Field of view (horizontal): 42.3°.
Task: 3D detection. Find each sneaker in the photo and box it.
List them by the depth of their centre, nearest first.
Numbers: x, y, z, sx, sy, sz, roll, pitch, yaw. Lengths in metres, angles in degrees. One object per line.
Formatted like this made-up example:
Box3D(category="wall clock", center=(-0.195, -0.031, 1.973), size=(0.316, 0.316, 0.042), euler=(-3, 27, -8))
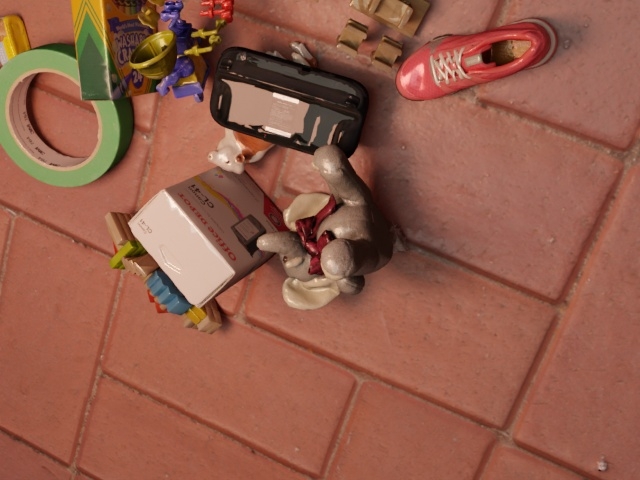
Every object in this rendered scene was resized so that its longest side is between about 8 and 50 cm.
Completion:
Box3D(category="sneaker", center=(0.275, -0.341, 1.539), size=(0.313, 0.136, 0.116), euler=(-14, 99, 24))

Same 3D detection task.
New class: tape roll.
Box3D(category="tape roll", center=(-0.592, -0.284, 1.891), size=(0.321, 0.077, 0.322), euler=(6, 115, 12))

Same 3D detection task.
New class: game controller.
Box3D(category="game controller", center=(-0.067, -0.269, 1.637), size=(0.319, 0.067, 0.167), euler=(18, 116, 10))

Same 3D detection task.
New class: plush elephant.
Box3D(category="plush elephant", center=(0.000, 0.000, 1.659), size=(0.255, 0.330, 0.272), euler=(-17, 69, 25))

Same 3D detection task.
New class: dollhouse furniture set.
Box3D(category="dollhouse furniture set", center=(0.086, -0.483, 1.596), size=(0.242, 0.161, 0.212), euler=(24, 114, -11))

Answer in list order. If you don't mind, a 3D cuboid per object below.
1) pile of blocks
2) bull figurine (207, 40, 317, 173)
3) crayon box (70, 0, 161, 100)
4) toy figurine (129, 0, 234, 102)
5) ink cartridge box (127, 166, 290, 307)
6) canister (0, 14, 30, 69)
Box3D(category="pile of blocks", center=(-0.390, 0.098, 1.915), size=(0.112, 0.149, 0.362), euler=(-43, 88, 25))
Box3D(category="bull figurine", center=(-0.116, -0.273, 1.721), size=(0.310, 0.101, 0.189), euler=(-27, 93, 14))
Box3D(category="crayon box", center=(-0.430, -0.466, 1.736), size=(0.083, 0.203, 0.323), euler=(3, 106, 20))
Box3D(category="toy figurine", center=(-0.252, -0.364, 1.675), size=(0.191, 0.363, 0.217), euler=(-5, 130, 5))
Box3D(category="ink cartridge box", center=(-0.215, -0.023, 1.725), size=(0.131, 0.306, 0.226), euler=(-42, 89, 26))
Box3D(category="canister", center=(-0.774, -0.455, 1.945), size=(0.169, 0.073, 0.126), euler=(-7, 103, 21))
